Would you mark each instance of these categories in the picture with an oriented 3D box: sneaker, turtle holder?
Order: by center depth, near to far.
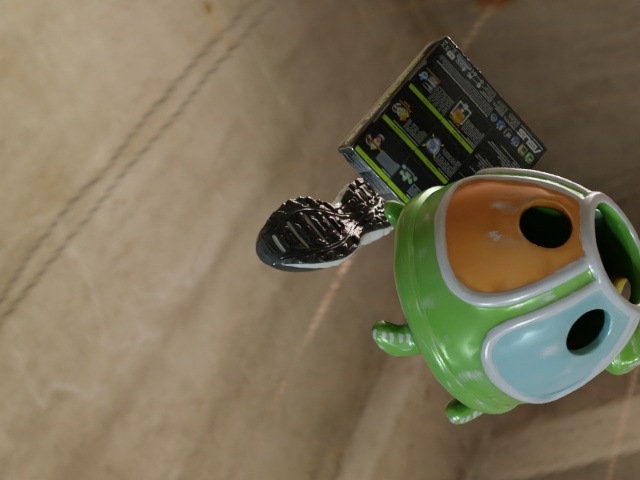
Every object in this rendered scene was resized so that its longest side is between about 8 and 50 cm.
[{"bbox_3d":[0.218,0.068,1.576,0.227,0.320,0.243,-19,-153,30],"label":"turtle holder"},{"bbox_3d":[0.000,0.000,1.993,0.108,0.100,0.271,-44,167,31],"label":"sneaker"}]

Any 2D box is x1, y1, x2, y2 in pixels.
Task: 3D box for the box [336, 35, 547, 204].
[{"bbox_3d":[0.142,-0.104,1.768,0.184,0.190,0.045,-50,-162,-15],"label":"box"}]
